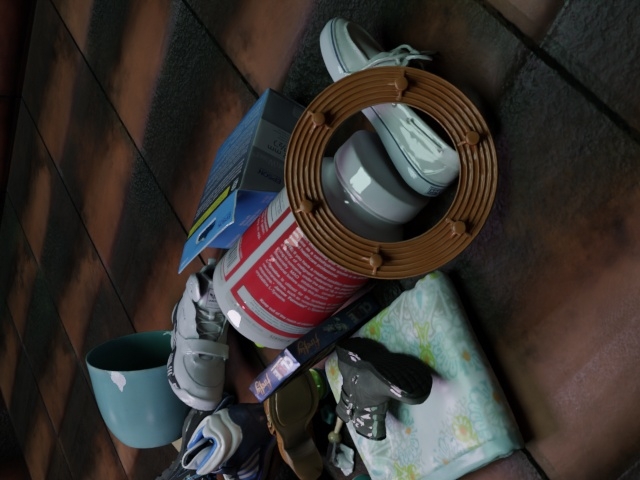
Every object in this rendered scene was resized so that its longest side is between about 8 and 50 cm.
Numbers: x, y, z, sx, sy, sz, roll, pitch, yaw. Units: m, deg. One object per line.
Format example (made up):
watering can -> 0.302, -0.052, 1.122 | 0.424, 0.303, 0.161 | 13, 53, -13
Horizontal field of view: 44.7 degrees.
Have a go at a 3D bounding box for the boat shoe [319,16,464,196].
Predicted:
boat shoe -> 0.137, -0.261, 1.290 | 0.156, 0.136, 0.367 | -47, 64, 43

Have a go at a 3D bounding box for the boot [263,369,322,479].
boot -> -0.070, 0.345, 1.652 | 0.220, 0.109, 0.283 | -145, 36, -69

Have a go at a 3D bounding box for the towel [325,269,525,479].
towel -> 0.165, 0.278, 1.383 | 0.374, 0.090, 0.320 | -46, 61, 46

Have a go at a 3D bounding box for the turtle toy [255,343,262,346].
turtle toy -> -0.132, 0.191, 1.776 | 0.095, 0.066, 0.130 | 46, 131, 38

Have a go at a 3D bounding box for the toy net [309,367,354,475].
toy net -> 0.007, 0.386, 1.644 | 0.122, 0.045, 0.232 | -27, 75, 51

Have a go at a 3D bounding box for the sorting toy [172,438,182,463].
sorting toy -> -0.376, 0.554, 2.188 | 0.229, 0.041, 0.307 | 29, 119, 42

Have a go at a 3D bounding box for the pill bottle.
pill bottle -> 0.000, 0.000, 1.410 | 0.407, 0.229, 0.229 | -46, 59, 32

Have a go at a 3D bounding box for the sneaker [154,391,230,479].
sneaker -> -0.293, 0.546, 1.945 | 0.140, 0.125, 0.341 | 23, 87, 40

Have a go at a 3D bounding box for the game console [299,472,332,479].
game console -> 0.036, 0.680, 1.658 | 0.361, 0.044, 0.213 | 54, 135, 32

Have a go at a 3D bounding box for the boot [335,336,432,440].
boot -> 0.108, 0.274, 1.341 | 0.246, 0.083, 0.161 | 21, 117, 57

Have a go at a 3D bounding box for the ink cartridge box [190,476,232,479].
ink cartridge box -> -0.161, 0.572, 1.728 | 0.225, 0.181, 0.056 | 13, 70, 53

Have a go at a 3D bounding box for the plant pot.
plant pot -> -0.441, 0.391, 2.014 | 0.293, 0.293, 0.235 | 13, 111, 51

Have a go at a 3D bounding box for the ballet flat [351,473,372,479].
ballet flat -> 0.147, 0.538, 1.471 | 0.248, 0.086, 0.086 | 37, 124, 46

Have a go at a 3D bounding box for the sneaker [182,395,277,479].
sneaker -> -0.233, 0.504, 1.821 | 0.130, 0.236, 0.323 | 52, 133, 34

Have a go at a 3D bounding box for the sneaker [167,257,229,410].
sneaker -> -0.275, 0.211, 1.852 | 0.366, 0.137, 0.210 | -105, 33, -49

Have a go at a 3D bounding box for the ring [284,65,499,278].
ring -> 0.108, -0.106, 1.213 | 0.337, 0.032, 0.336 | 0, 93, 9

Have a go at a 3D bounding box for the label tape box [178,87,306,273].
label tape box -> -0.154, -0.103, 1.583 | 0.249, 0.115, 0.347 | -40, 32, 47

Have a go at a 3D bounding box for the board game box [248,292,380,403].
board game box -> -0.009, 0.201, 1.470 | 0.042, 0.243, 0.165 | 50, 135, 11
